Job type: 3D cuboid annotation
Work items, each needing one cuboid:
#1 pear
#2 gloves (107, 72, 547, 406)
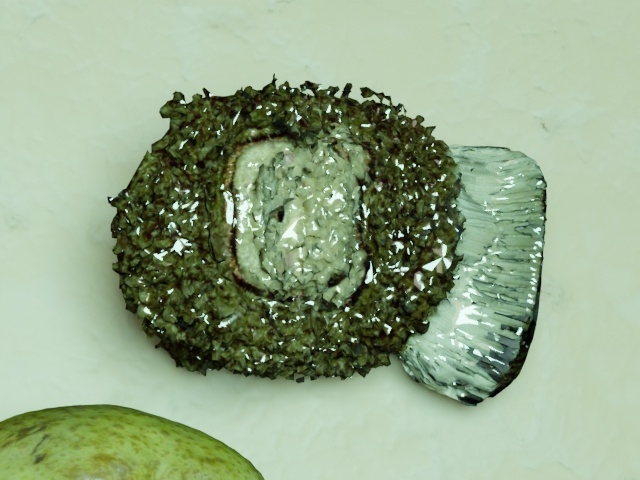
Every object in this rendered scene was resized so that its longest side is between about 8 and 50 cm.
[{"bbox_3d":[-0.115,0.192,0.987,0.228,0.211,0.188,17,70,-10],"label":"pear"},{"bbox_3d":[0.002,0.004,1.105,0.312,0.135,0.210,19,92,-30],"label":"gloves"}]
